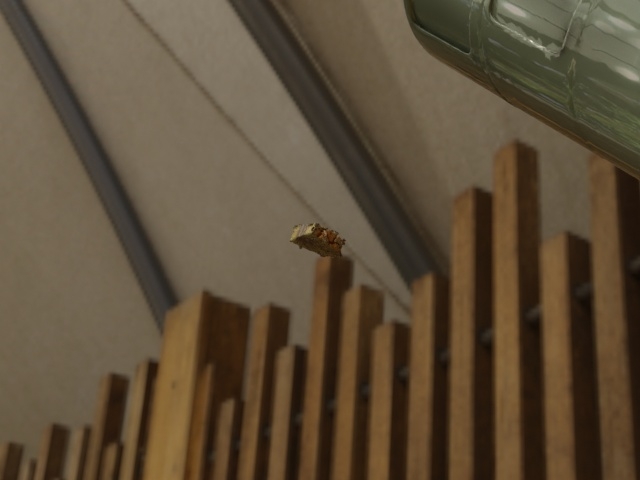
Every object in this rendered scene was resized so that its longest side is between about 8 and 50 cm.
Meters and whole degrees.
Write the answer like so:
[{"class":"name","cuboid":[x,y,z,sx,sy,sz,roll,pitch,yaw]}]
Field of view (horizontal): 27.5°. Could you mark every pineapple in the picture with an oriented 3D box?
[{"class":"pineapple","cuboid":[0.000,0.000,1.189,0.045,0.019,0.083,25,-11,-16]}]

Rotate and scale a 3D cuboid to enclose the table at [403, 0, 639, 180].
[{"class":"table","cuboid":[0.150,-0.107,0.649,0.126,0.220,0.126,-17,-55,-25]}]
